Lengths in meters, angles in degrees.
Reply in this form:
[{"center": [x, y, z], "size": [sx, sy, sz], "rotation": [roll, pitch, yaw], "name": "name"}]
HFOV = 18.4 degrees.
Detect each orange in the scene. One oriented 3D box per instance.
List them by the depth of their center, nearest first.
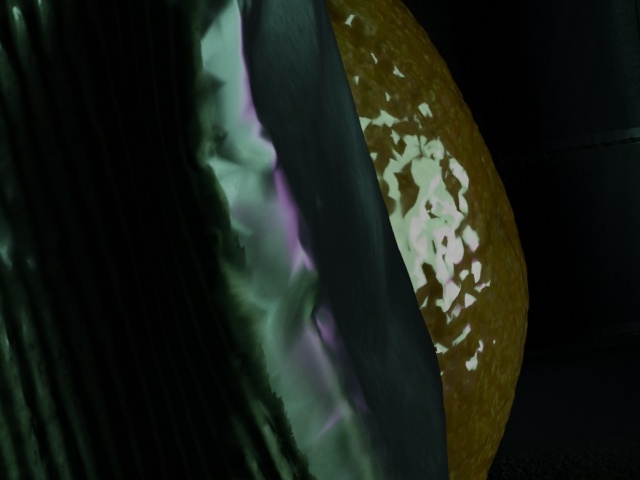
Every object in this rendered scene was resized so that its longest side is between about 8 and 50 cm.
[{"center": [-0.060, 0.002, 0.975], "size": [0.322, 0.322, 0.357], "rotation": [-79, 156, -66], "name": "orange"}]

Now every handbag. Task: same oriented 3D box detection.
[{"center": [-0.092, 0.026, 0.674], "size": [0.247, 0.240, 0.340], "rotation": [-97, 172, -53], "name": "handbag"}]
